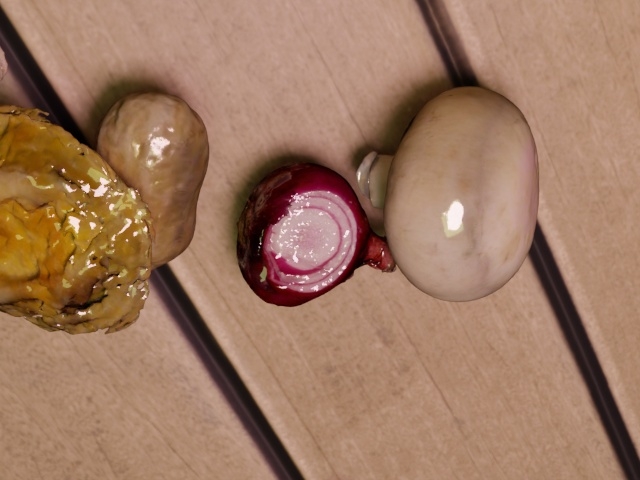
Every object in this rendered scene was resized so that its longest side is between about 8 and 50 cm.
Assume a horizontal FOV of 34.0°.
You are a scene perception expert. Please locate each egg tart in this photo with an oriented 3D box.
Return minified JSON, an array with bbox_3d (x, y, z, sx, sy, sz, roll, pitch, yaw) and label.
[{"bbox_3d":[-0.314,-0.003,1.115,0.297,0.132,0.297,12,127,17],"label":"egg tart"}]

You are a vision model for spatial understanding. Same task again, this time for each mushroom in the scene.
[{"bbox_3d":[0.145,-0.056,1.186,0.202,0.246,0.246,15,118,27],"label":"mushroom"}]

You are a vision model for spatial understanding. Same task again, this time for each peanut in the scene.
[{"bbox_3d":[-0.190,-0.066,1.163,0.129,0.129,0.224,7,123,-12],"label":"peanut"}]

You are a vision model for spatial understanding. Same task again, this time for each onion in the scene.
[{"bbox_3d":[-0.006,-0.007,1.227,0.198,0.135,0.173,13,111,-30],"label":"onion"}]

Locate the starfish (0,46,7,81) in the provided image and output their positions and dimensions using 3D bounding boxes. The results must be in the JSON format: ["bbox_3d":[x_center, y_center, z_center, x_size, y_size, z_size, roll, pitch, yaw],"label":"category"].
[{"bbox_3d":[-0.418,-0.356,0.994,0.384,0.132,0.398,24,96,-26],"label":"starfish"}]
